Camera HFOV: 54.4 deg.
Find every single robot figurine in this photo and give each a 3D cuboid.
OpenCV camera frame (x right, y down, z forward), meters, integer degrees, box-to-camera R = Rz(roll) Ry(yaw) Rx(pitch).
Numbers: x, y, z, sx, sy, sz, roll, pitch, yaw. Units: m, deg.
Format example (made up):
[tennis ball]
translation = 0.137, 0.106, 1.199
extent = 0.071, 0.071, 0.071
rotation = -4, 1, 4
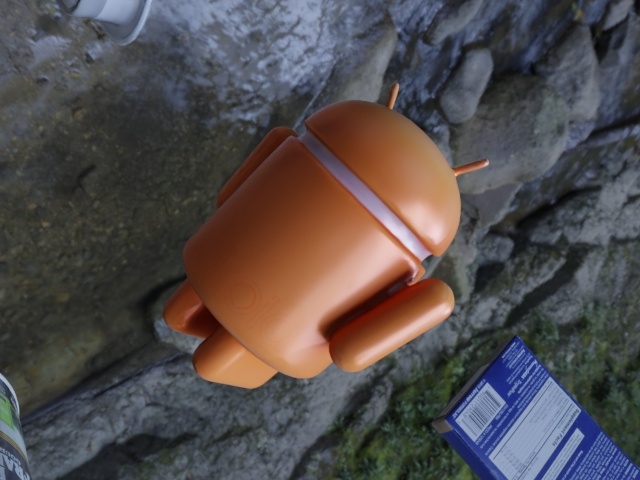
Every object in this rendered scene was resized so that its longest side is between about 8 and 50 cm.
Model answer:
[robot figurine]
translation = 0.001, 0.001, 0.407
extent = 0.219, 0.158, 0.128
rotation = -45, 111, 5

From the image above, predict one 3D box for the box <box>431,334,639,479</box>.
[box]
translation = 0.235, 0.225, 0.636
extent = 0.136, 0.225, 0.036
rotation = -38, 171, -29

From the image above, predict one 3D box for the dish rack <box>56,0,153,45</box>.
[dish rack]
translation = -0.180, -0.335, 0.432
extent = 0.072, 0.333, 0.285
rotation = -5, 139, -41

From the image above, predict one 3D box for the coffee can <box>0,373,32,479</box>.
[coffee can]
translation = -0.408, 0.265, 0.644
extent = 0.201, 0.275, 0.202
rotation = -11, 112, -29
